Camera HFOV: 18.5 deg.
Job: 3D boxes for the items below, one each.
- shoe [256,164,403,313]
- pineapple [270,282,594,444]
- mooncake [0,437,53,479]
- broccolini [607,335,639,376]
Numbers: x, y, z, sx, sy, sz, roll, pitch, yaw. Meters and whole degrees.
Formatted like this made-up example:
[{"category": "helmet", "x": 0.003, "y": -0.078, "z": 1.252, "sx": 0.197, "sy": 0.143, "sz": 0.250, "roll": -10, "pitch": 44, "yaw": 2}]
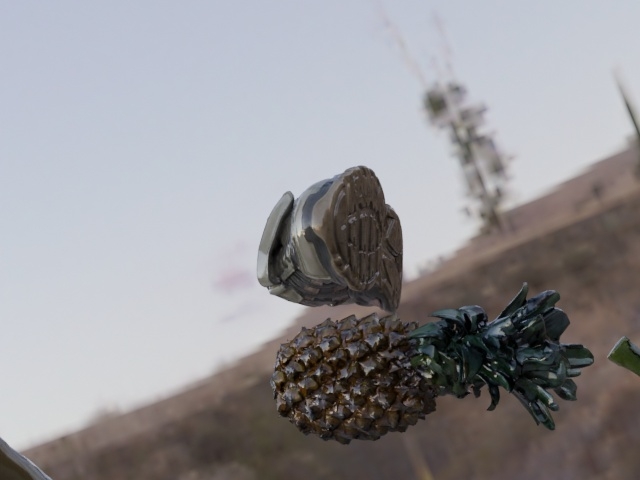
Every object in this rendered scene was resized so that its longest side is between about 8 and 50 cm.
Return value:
[{"category": "shoe", "x": 0.000, "y": 0.000, "z": 1.394, "sx": 0.092, "sy": 0.089, "sz": 0.180, "roll": 0, "pitch": -14, "yaw": 16}, {"category": "pineapple", "x": 0.062, "y": 0.085, "z": 1.264, "sx": 0.221, "sy": 0.083, "sz": 0.103, "roll": -11, "pitch": -43, "yaw": 30}, {"category": "mooncake", "x": -0.406, "y": 0.336, "z": 1.579, "sx": 0.467, "sy": 0.467, "sz": 0.262, "roll": -14, "pitch": 2, "yaw": -40}, {"category": "broccolini", "x": 0.300, "y": 0.158, "z": 1.449, "sx": 0.054, "sy": 0.239, "sz": 0.051, "roll": -43, "pitch": 11, "yaw": 22}]
